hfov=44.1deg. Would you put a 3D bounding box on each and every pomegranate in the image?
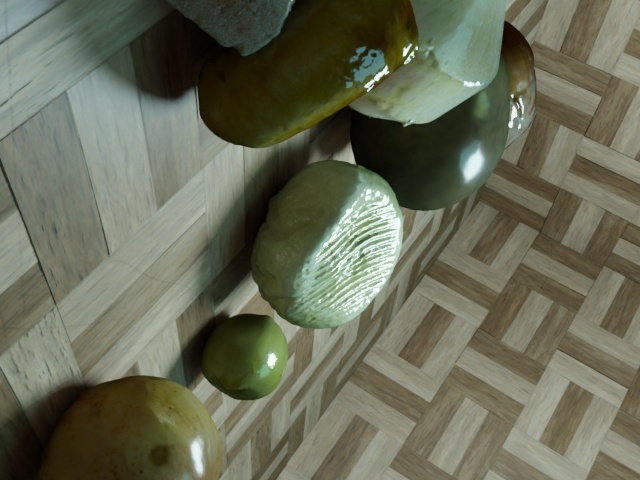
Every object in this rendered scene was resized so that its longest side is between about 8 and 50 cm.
[{"bbox_3d":[-0.303,0.402,1.324,0.338,0.338,0.338,-51,161,-26],"label":"pomegranate"}]

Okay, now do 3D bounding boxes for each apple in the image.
[{"bbox_3d":[-0.163,0.253,1.714,0.200,0.200,0.200,-51,161,-26],"label":"apple"}]

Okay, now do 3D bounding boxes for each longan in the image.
[{"bbox_3d":[0.244,-0.262,1.733,0.404,0.336,0.404,-47,-148,41],"label":"longan"}]

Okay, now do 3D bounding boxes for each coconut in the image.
[{"bbox_3d":[0.169,-0.390,1.411,0.353,0.352,0.353,-51,161,-26],"label":"coconut"}]

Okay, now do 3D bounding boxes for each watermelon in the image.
[{"bbox_3d":[-0.075,-0.359,0.920,0.193,0.232,0.310,-33,177,40],"label":"watermelon"}]

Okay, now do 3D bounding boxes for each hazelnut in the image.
[{"bbox_3d":[0.390,-0.390,1.984,0.315,0.372,0.372,-18,143,-23],"label":"hazelnut"}]

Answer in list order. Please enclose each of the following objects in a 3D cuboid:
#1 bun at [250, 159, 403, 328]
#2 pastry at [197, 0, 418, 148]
[{"bbox_3d":[0.000,0.000,1.659,0.349,0.227,0.352,-27,129,-36],"label":"bun"},{"bbox_3d":[-0.021,-0.257,1.106,0.356,0.356,0.164,-45,112,-41],"label":"pastry"}]
